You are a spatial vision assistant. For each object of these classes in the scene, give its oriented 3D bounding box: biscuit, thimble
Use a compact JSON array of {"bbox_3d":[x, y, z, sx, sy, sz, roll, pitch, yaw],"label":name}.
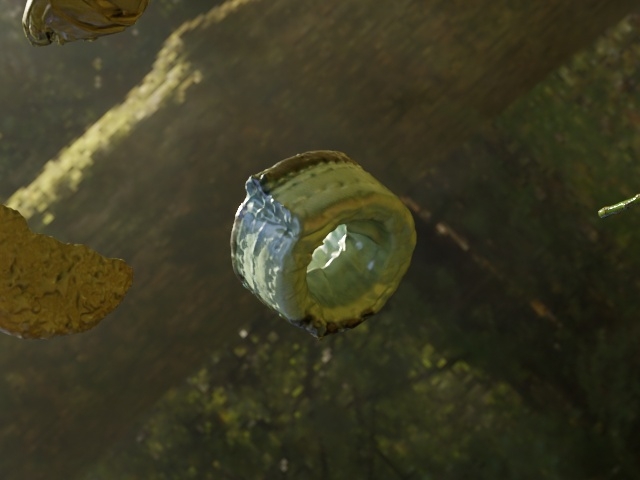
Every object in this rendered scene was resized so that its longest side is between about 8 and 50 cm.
[{"bbox_3d":[-0.328,0.042,1.507,0.250,0.133,0.032,29,153,-30],"label":"biscuit"},{"bbox_3d":[0.000,0.000,1.759,0.150,0.237,0.237,38,173,40],"label":"thimble"}]

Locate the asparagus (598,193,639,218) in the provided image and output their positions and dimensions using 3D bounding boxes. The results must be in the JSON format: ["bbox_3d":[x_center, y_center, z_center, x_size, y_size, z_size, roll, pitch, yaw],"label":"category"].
[{"bbox_3d":[0.389,-0.053,1.653,0.016,0.016,0.163,29,156,-11],"label":"asparagus"}]

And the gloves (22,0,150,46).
[{"bbox_3d":[-0.316,-0.351,1.852,0.154,0.331,0.141,16,-128,-31],"label":"gloves"}]
